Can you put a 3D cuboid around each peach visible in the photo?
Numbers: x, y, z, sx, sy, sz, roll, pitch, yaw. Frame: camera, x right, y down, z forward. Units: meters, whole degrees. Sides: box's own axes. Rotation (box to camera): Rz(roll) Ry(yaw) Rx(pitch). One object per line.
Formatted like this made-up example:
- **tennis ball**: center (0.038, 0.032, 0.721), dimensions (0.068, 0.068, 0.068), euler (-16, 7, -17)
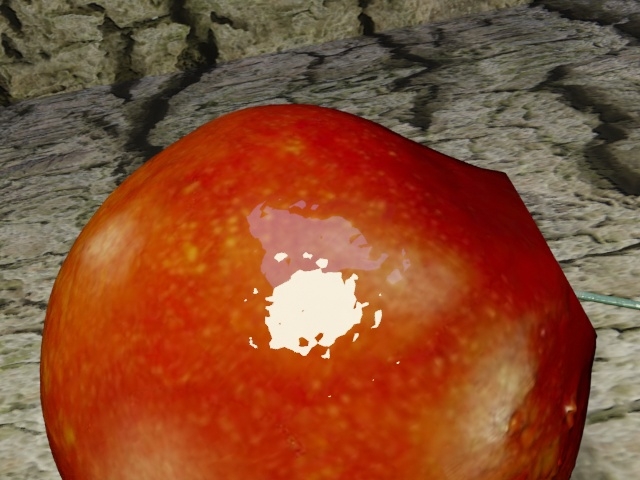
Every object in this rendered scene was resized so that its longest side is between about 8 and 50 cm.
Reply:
- **peach**: center (-0.001, 0.083, 0.466), dimensions (0.389, 0.388, 0.388), euler (-8, 30, 5)

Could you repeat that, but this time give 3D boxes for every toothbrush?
- **toothbrush**: center (0.316, 0.065, 0.767), dimensions (0.167, 0.014, 0.011), euler (10, 53, 31)
